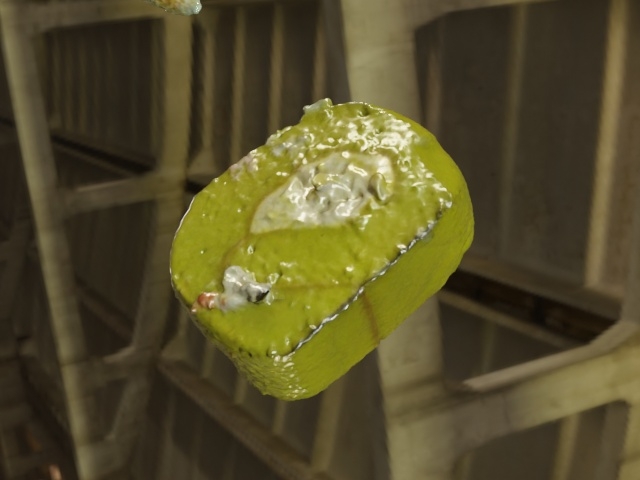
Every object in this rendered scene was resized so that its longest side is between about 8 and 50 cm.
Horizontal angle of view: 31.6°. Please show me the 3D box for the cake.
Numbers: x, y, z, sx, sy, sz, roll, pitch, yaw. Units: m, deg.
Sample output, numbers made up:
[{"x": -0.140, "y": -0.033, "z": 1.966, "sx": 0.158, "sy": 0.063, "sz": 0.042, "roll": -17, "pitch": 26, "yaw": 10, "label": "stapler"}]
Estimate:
[{"x": 0.000, "y": 0.000, "z": 0.984, "sx": 0.179, "sy": 0.260, "sz": 0.156, "roll": 45, "pitch": -9, "yaw": 24, "label": "cake"}]

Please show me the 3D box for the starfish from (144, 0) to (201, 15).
[{"x": -0.200, "y": -0.293, "z": 0.665, "sx": 0.358, "sy": 0.078, "sz": 0.347, "roll": 3, "pitch": -68, "yaw": 34, "label": "starfish"}]
